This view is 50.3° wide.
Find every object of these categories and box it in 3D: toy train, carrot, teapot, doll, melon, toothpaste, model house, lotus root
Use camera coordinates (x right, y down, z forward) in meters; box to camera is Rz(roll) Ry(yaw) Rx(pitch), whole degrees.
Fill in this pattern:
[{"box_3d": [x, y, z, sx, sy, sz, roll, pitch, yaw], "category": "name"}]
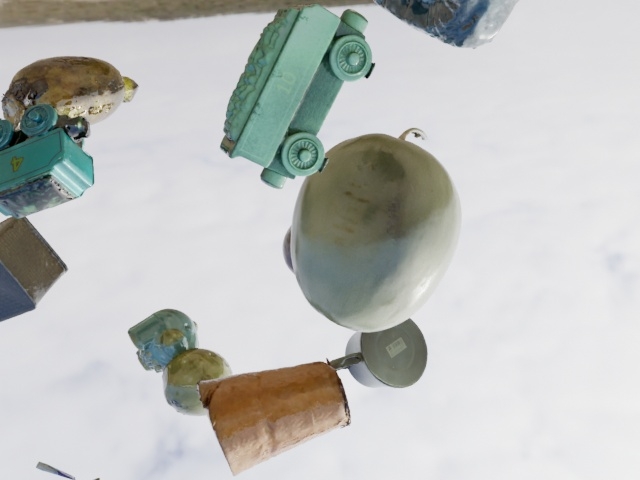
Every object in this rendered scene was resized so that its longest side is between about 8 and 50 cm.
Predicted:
[{"box_3d": [-0.454, -0.125, 1.083, 0.198, 0.107, 0.154, -18, -118, 8], "category": "toy train"}, {"box_3d": [-0.089, 0.314, 1.306, 0.254, 0.196, 0.196, -19, -157, -11], "category": "carrot"}, {"box_3d": [0.112, 0.244, 1.447, 0.239, 0.162, 0.149, -10, 166, -31], "category": "teapot"}, {"box_3d": [-0.312, 0.292, 1.582, 0.161, 0.177, 0.260, -31, -119, -25], "category": "doll"}, {"box_3d": [0.084, -0.016, 1.037, 0.272, 0.307, 0.272, -5, -176, 0], "category": "melon"}, {"box_3d": [-0.544, 0.476, 1.405, 0.083, 0.015, 0.024, 30, 167, -18], "category": "toothpaste"}, {"box_3d": [0.088, -0.384, 0.819, 0.291, 0.184, 0.253, 15, -154, -41], "category": "model house"}, {"box_3d": [-0.023, -0.132, 0.604, 0.099, 0.172, 0.070, 24, -172, -24], "category": "toy train"}, {"box_3d": [-0.491, -0.291, 1.343, 0.169, 0.141, 0.314, 1, -161, 34], "category": "lotus root"}]

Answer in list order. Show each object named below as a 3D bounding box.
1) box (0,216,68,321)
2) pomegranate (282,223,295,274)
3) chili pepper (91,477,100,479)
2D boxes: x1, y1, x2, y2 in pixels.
[{"box_3d": [-0.747, 0.085, 1.544, 0.273, 0.184, 0.143, -21, -154, 22], "category": "box"}, {"box_3d": [0.001, -0.010, 1.664, 0.198, 0.246, 0.198, -11, 168, -3], "category": "pomegranate"}, {"box_3d": [-0.604, 0.619, 1.637, 0.052, 0.050, 0.202, -30, 164, 18], "category": "chili pepper"}]
